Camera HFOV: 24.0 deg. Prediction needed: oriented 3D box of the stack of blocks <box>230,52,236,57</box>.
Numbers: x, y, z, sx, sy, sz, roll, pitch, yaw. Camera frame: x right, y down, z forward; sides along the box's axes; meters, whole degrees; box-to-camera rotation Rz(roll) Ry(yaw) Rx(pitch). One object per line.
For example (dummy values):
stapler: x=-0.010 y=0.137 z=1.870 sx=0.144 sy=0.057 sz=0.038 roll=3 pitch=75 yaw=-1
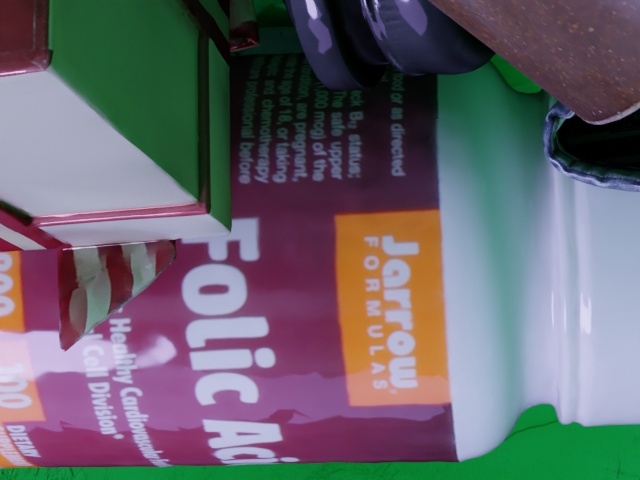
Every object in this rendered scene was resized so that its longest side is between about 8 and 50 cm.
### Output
stack of blocks: x=-0.150 y=-0.112 z=1.182 sx=0.171 sy=0.087 sz=0.297 roll=11 pitch=170 yaw=10

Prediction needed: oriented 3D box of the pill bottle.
pill bottle: x=-0.007 y=0.010 z=0.811 sx=0.392 sy=0.224 sz=0.224 roll=-2 pitch=168 yaw=7

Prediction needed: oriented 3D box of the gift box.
gift box: x=-0.177 y=-0.102 z=0.628 sx=0.255 sy=0.276 sz=0.258 roll=1 pitch=168 yaw=12

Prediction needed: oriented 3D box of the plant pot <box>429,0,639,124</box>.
plant pot: x=0.022 y=-0.178 z=0.356 sx=0.230 sy=0.215 sz=0.215 roll=29 pitch=168 yaw=-5

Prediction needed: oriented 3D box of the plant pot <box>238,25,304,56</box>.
plant pot: x=0.006 y=-0.006 z=1.054 sx=0.271 sy=0.255 sz=0.271 roll=12 pitch=176 yaw=1

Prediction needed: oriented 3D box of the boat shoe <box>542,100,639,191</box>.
boat shoe: x=0.185 y=-0.051 z=0.627 sx=0.183 sy=0.065 sz=0.083 roll=-7 pitch=-170 yaw=18

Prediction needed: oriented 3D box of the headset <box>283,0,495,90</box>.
headset: x=0.074 y=-0.161 z=0.613 sx=0.243 sy=0.185 sz=0.394 roll=-3 pitch=177 yaw=44
